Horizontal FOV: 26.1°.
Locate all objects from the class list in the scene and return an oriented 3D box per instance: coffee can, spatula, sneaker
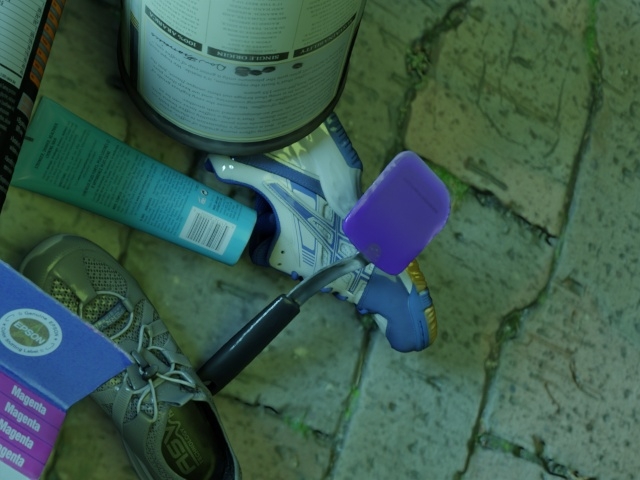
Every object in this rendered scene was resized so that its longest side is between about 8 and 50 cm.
[{"bbox_3d":[-0.057,-0.216,1.074,0.201,0.275,0.202,3,67,-7],"label":"coffee can"},{"bbox_3d":[-0.006,0.044,1.223,0.296,0.030,0.084,-41,119,12],"label":"spatula"},{"bbox_3d":[-0.144,0.109,1.159,0.105,0.115,0.281,-44,114,-25],"label":"sneaker"},{"bbox_3d":[0.000,0.000,1.280,0.131,0.112,0.296,-34,112,-6],"label":"sneaker"}]

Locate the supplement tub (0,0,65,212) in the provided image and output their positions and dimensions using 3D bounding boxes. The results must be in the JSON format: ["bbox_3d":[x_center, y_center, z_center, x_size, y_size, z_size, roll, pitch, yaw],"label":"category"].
[{"bbox_3d":[-0.298,-0.151,0.991,0.207,0.207,0.338,20,80,-33],"label":"supplement tub"}]

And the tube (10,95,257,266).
[{"bbox_3d":[-0.156,-0.043,1.167,0.207,0.052,0.080,25,74,-11],"label":"tube"}]

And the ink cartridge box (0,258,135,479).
[{"bbox_3d":[-0.352,0.093,0.915,0.324,0.330,0.071,40,32,-28],"label":"ink cartridge box"}]
